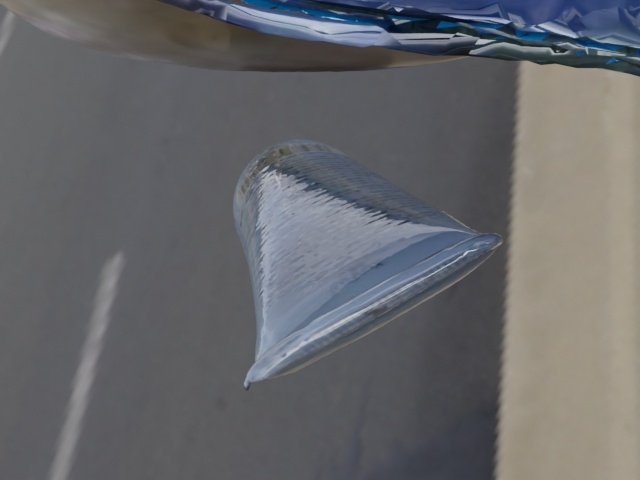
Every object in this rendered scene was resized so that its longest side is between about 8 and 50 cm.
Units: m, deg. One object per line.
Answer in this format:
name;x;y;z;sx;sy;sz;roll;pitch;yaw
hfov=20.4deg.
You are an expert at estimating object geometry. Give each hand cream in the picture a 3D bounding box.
hand cream;0.000;0.000;0.639;0.088;0.055;0.256;-26;10;-2

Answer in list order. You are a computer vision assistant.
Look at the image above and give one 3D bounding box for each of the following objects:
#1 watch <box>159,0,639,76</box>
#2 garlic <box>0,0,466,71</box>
watch;0.033;-0.151;0.315;0.068;0.274;0.276;-65;-20;-46
garlic;0.005;-0.115;0.529;0.112;0.318;0.143;35;122;49
